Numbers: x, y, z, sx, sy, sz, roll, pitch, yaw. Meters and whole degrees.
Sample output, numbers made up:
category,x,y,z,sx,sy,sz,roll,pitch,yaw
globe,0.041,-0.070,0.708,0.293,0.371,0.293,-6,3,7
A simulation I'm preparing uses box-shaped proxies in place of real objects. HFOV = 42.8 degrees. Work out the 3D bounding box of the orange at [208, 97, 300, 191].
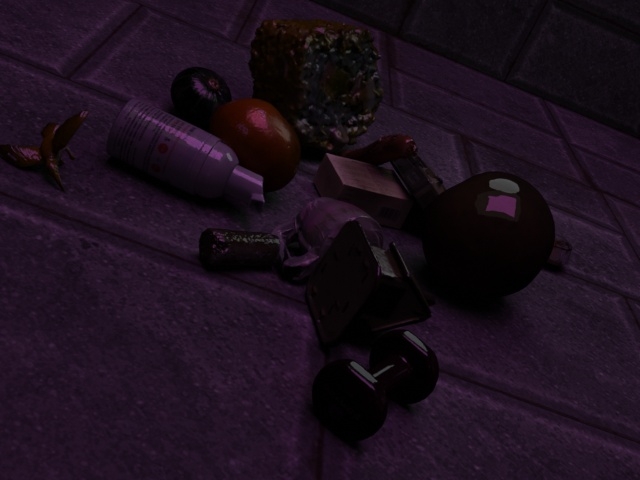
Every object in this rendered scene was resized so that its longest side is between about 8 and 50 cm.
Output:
category,x,y,z,sx,sy,sz,roll,pitch,yaw
orange,-0.150,-0.229,1.925,0.240,0.240,0.171,38,67,22

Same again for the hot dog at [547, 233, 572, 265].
category,x,y,z,sx,sy,sz,roll,pitch,yaw
hot dog,0.574,-0.005,2.277,0.268,0.075,0.144,21,23,0

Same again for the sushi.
category,x,y,z,sx,sy,sz,roll,pitch,yaw
sushi,-0.007,-0.428,2.258,0.240,0.351,0.396,21,25,38

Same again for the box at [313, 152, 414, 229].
category,x,y,z,sx,sy,sz,roll,pitch,yaw
box,0.108,-0.128,2.091,0.212,0.095,0.168,12,32,-26

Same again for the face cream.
category,x,y,z,sx,sy,sz,roll,pitch,yaw
face cream,-0.277,-0.173,1.815,0.370,0.145,0.145,27,28,0

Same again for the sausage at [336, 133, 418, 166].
category,x,y,z,sx,sy,sz,roll,pitch,yaw
sausage,0.142,-0.231,2.183,0.078,0.078,0.304,4,-8,-34

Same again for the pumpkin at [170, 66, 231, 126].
category,x,y,z,sx,sy,sz,roll,pitch,yaw
pumpkin,-0.313,-0.376,2.143,0.167,0.125,0.167,41,32,-33

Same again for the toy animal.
category,x,y,z,sx,sy,sz,roll,pitch,yaw
toy animal,-0.538,-0.176,1.672,0.155,0.219,0.095,65,12,-3

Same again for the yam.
category,x,y,z,sx,sy,sz,roll,pitch,yaw
yam,-0.159,0.017,1.655,0.179,0.078,0.078,6,33,-38

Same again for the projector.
category,x,y,z,sx,sy,sz,roll,pitch,yaw
projector,0.282,-0.132,2.161,0.193,0.088,0.269,51,8,-27

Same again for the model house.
category,x,y,z,sx,sy,sz,roll,pitch,yaw
model house,0.146,0.119,1.619,0.279,0.205,0.218,20,28,-25

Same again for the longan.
category,x,y,z,sx,sy,sz,roll,pitch,yaw
longan,0.389,-0.012,1.909,0.319,0.319,0.319,19,28,-11

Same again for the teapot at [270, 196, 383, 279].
category,x,y,z,sx,sy,sz,roll,pitch,yaw
teapot,0.008,0.007,1.765,0.178,0.221,0.163,43,-7,48

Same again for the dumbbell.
category,x,y,z,sx,sy,sz,roll,pitch,yaw
dumbbell,0.099,0.246,1.414,0.140,0.124,0.225,39,31,24
